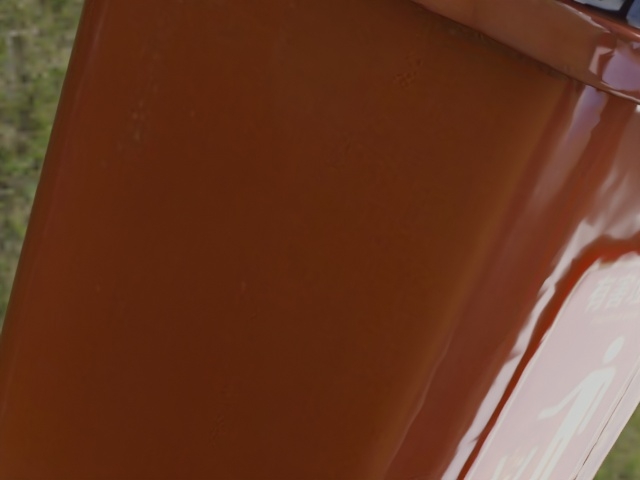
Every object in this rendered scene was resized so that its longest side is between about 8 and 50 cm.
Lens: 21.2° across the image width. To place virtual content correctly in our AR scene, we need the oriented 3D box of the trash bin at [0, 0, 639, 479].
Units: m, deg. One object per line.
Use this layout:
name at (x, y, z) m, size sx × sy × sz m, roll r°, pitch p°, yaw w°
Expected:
trash bin at (0.000, 0.000, 0.428) m, size 0.161 × 0.184 × 0.238 m, roll -3°, pitch 121°, yaw -57°
